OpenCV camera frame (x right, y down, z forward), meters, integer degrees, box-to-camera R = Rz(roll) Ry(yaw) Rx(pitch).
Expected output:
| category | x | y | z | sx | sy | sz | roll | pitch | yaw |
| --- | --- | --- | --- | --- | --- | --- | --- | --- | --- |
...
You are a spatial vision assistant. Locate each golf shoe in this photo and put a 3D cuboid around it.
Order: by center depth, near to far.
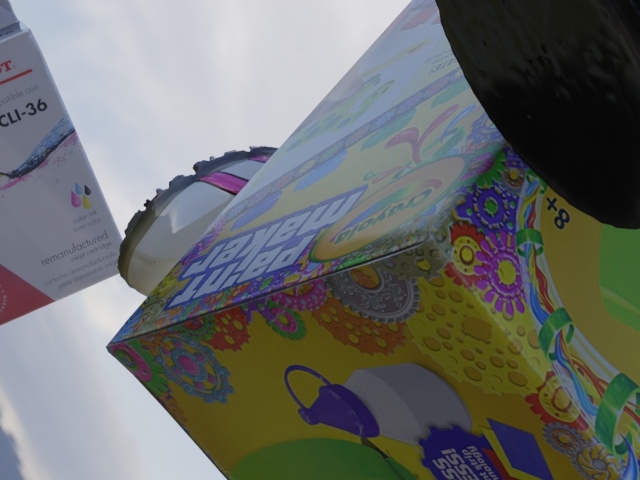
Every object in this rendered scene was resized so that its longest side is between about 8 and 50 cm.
| category | x | y | z | sx | sy | sz | roll | pitch | yaw |
| --- | --- | --- | --- | --- | --- | --- | --- | --- | --- |
| golf shoe | 0.000 | 0.000 | 0.783 | 0.086 | 0.186 | 0.067 | 48 | -43 | 39 |

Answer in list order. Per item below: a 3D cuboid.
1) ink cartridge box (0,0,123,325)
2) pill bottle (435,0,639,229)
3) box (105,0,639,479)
| category | x | y | z | sx | sy | sz | roll | pitch | yaw |
| --- | --- | --- | --- | --- | --- | --- | --- | --- | --- |
| ink cartridge box | -0.205 | -0.055 | 1.033 | 0.198 | 0.115 | 0.067 | 68 | -9 | -17 |
| pill bottle | 0.141 | -0.098 | 0.442 | 0.123 | 0.219 | 0.123 | 51 | -17 | 22 |
| box | 0.136 | 0.037 | 0.619 | 0.290 | 0.279 | 0.177 | 50 | -35 | -16 |
